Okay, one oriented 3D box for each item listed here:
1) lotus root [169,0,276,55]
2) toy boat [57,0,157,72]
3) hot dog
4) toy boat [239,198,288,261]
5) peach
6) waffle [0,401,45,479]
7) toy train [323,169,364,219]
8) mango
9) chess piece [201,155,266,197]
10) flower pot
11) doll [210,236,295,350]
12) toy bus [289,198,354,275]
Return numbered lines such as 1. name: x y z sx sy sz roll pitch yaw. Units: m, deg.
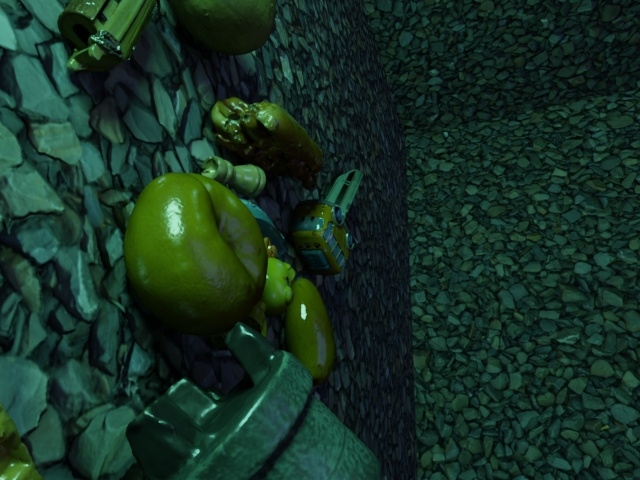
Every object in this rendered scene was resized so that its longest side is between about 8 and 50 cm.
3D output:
1. lotus root: -0.190 -0.440 0.840 0.310 0.182 0.183 2 81 -69
2. toy boat: -0.287 -0.313 0.659 0.088 0.068 0.226 49 37 -44
3. hot dog: -0.101 -0.194 1.029 0.349 0.158 0.117 27 76 -71
4. toy boat: -0.144 -0.028 0.966 0.102 0.088 0.215 53 0 37
5. peach: -0.177 0.017 0.720 0.251 0.153 0.252 -12 90 -74
6. waffle: -0.325 0.192 0.372 0.168 0.057 0.275 -56 134 -62
7. toy train: 0.071 -0.147 1.579 0.407 0.088 0.087 -63 176 -59
8. mango: -0.028 0.213 1.135 0.138 0.113 0.254 30 48 -61
9. chess piece: -0.167 -0.121 0.917 0.122 0.066 0.066 9 74 -54
10. flower pot: -0.108 0.293 0.630 0.283 0.299 0.299 49 24 -2
11. doll: -0.116 0.100 0.895 0.221 0.135 0.143 -68 155 -49
12. toy bus: 0.000 0.000 1.279 0.210 0.125 0.136 62 36 -44
